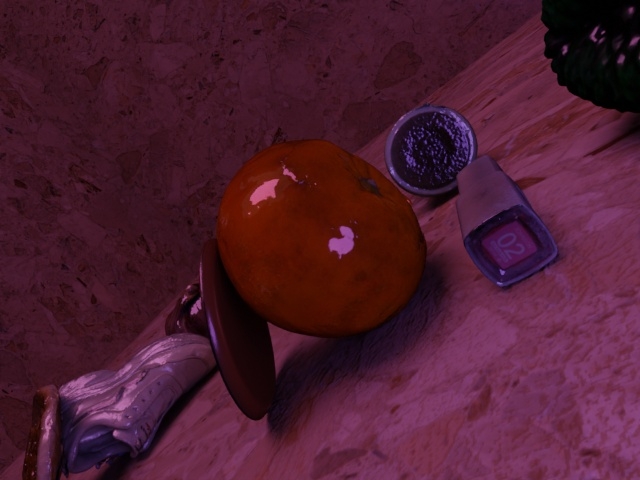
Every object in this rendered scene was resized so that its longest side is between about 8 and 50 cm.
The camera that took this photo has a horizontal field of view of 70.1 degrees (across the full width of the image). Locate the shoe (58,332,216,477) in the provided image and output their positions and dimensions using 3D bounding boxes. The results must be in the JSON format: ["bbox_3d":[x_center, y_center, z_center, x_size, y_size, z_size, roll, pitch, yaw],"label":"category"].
[{"bbox_3d":[-0.352,0.329,0.907,0.341,0.132,0.210,-23,35,-14],"label":"shoe"}]

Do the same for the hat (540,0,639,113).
[{"bbox_3d":[0.439,-0.268,0.472,0.332,0.242,0.274,-17,36,0],"label":"hat"}]

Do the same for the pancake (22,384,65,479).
[{"bbox_3d":[-0.495,0.401,0.815,0.282,0.048,0.283,-14,72,52],"label":"pancake"}]

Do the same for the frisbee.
[{"bbox_3d":[-0.107,0.116,0.627,0.021,0.251,0.251,-17,14,5],"label":"frisbee"}]

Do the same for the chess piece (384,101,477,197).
[{"bbox_3d":[0.230,-0.181,0.957,0.175,0.176,0.298,-37,-1,15],"label":"chess piece"}]

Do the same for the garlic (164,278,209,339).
[{"bbox_3d":[-0.311,0.188,1.203,0.245,0.160,0.245,-39,12,10],"label":"garlic"}]

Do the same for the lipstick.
[{"bbox_3d":[0.215,-0.041,0.570,0.077,0.079,0.253,-37,10,23],"label":"lipstick"}]

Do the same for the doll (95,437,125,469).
[{"bbox_3d":[-0.418,0.422,0.934,0.114,0.057,0.039,-36,13,-13],"label":"doll"}]

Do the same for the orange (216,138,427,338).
[{"bbox_3d":[0.000,0.000,0.606,0.226,0.283,0.284,-54,5,25],"label":"orange"}]
